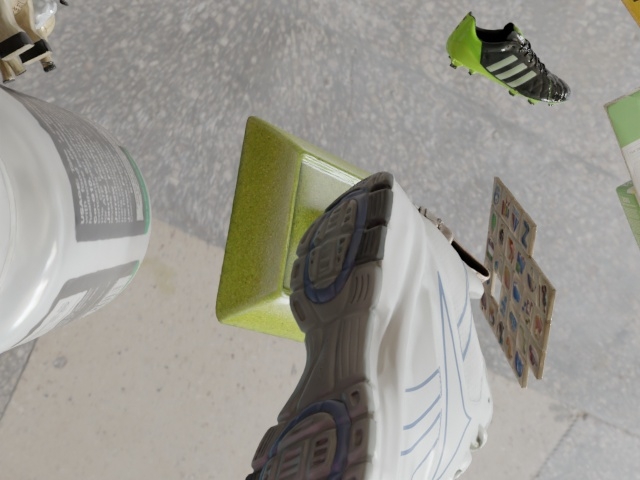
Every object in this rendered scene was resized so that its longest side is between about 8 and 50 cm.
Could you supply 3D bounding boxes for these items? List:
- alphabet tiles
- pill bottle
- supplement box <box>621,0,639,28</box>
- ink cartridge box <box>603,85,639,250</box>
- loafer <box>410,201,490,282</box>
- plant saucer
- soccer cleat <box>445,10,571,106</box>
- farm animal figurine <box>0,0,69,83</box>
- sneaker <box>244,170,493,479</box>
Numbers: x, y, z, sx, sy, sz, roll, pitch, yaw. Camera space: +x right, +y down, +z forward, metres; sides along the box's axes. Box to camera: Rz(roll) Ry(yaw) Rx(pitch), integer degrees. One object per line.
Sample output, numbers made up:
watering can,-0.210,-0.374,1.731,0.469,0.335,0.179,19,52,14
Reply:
alphabet tiles,0.239,0.055,1.020,0.009,0.237,0.198,-1,116,-6
pill bottle,-0.259,-0.017,0.604,0.204,0.361,0.204,0,92,1
supplement box,0.229,-0.238,0.416,0.194,0.191,0.129,-18,145,36
ink cartridge box,0.452,-0.098,1.036,0.171,0.056,0.235,-28,102,-5
loafer,0.111,0.002,0.755,0.039,0.045,0.125,-18,133,32
plant saucer,0.000,0.000,0.767,0.188,0.045,0.188,21,73,-45
soccer cleat,0.240,-0.220,1.016,0.179,0.060,0.072,19,125,-16
farm animal figurine,-0.407,-0.208,0.759,0.327,0.330,0.172,-26,100,-15
sneaker,0.042,0.100,0.460,0.129,0.297,0.111,32,144,-25
